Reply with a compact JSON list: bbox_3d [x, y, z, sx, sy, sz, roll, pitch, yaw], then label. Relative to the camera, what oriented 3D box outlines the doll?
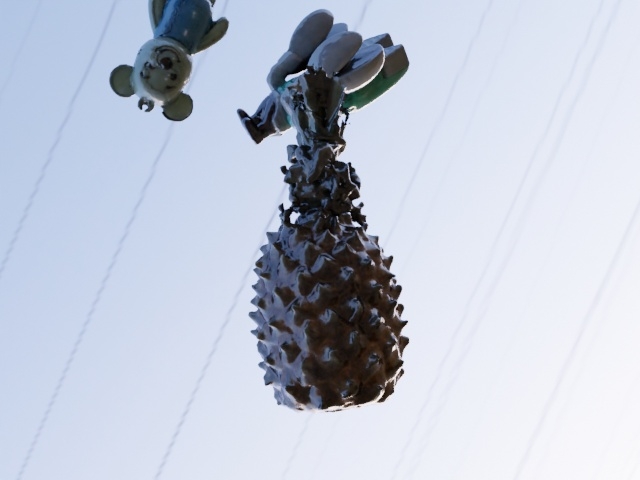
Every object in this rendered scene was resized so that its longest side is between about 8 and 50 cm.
[{"bbox_3d":[0.006,-0.240,1.446,0.258,0.195,0.153,-46,-46,-25],"label":"doll"}]

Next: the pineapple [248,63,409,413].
[{"bbox_3d":[0.000,0.000,1.047,0.175,0.175,0.361,2,-101,-47],"label":"pineapple"}]

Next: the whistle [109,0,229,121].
[{"bbox_3d":[-0.180,-0.271,1.271,0.114,0.077,0.235,25,-99,-10],"label":"whistle"}]
